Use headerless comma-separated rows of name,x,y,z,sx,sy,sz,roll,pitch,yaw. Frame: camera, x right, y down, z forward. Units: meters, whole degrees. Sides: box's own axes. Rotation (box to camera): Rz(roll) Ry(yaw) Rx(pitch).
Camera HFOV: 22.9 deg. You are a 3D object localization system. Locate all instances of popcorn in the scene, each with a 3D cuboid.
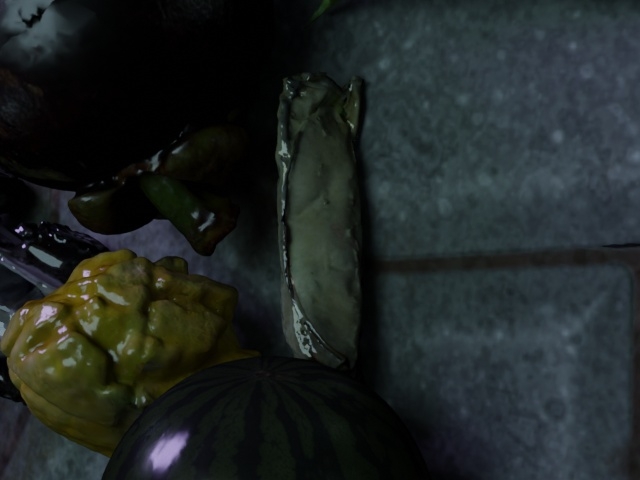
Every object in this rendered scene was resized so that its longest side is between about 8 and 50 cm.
popcorn,-0.120,0.077,1.029,0.148,0.167,0.152,-48,31,26

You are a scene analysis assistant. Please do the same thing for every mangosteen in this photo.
mangosteen,-0.129,-0.110,1.046,0.228,0.228,0.265,-25,89,32

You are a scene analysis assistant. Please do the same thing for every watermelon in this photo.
watermelon,-0.030,0.174,0.912,0.212,0.212,0.212,-8,77,36

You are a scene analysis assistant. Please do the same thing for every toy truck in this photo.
toy truck,-0.243,0.031,1.164,0.286,0.111,0.136,31,99,34

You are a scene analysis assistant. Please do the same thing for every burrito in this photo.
burrito,0.000,0.001,1.015,0.058,0.063,0.229,-1,78,9

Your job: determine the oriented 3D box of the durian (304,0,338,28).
durian,0.097,-0.222,0.930,0.352,0.158,0.169,1,94,34
